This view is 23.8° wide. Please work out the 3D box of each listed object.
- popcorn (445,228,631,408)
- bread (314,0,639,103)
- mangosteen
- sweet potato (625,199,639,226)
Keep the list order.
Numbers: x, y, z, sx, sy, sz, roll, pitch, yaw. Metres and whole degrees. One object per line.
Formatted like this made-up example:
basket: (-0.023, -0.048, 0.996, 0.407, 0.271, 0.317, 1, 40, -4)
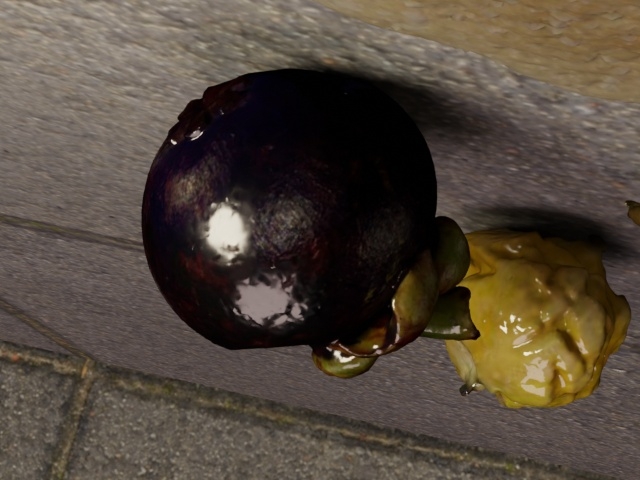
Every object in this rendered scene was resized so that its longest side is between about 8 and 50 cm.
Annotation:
popcorn: (0.158, 0.057, 1.144, 0.167, 0.152, 0.148, 36, 153, 55)
bread: (0.039, -0.143, 0.534, 0.183, 0.102, 0.337, 11, 169, 31)
mangosteen: (0.000, 0.000, 0.936, 0.230, 0.194, 0.194, 43, 157, -19)
sweet potato: (0.273, -0.014, 0.860, 0.075, 0.075, 0.269, 21, 161, -27)
